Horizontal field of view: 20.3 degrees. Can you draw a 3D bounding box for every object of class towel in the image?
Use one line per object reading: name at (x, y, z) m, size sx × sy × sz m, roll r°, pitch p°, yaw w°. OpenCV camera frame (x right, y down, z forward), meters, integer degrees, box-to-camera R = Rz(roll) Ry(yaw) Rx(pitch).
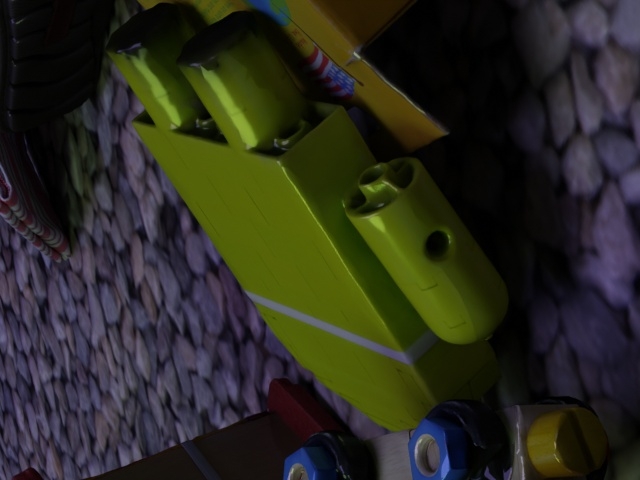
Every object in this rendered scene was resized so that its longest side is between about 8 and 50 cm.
towel at (-0.249, -0.068, 1.443) m, size 0.197 × 0.029 × 0.144 m, roll 64°, pitch -176°, yaw -75°

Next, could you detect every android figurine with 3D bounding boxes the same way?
android figurine at (0.000, 0.000, 0.904) m, size 0.273 × 0.056 × 0.248 m, roll 55°, pitch 162°, yaw -24°

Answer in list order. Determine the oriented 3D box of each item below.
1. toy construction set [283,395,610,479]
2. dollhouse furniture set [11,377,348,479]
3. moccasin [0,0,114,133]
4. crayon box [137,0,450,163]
toy construction set at (0.058, 0.181, 0.778) m, size 0.328 × 0.151 × 0.215 m, roll -16°, pitch 74°, yaw 41°
dollhouse furniture set at (-0.014, 0.260, 1.021) m, size 0.374 × 0.201 × 0.152 m, roll 44°, pitch 141°, yaw 43°
moccasin at (-0.194, -0.219, 1.213) m, size 0.147 × 0.139 × 0.380 m, roll 58°, pitch 161°, yaw 13°
crayon box at (-0.056, -0.170, 0.861) m, size 0.318 × 0.081 × 0.202 m, roll 46°, pitch 165°, yaw -6°
